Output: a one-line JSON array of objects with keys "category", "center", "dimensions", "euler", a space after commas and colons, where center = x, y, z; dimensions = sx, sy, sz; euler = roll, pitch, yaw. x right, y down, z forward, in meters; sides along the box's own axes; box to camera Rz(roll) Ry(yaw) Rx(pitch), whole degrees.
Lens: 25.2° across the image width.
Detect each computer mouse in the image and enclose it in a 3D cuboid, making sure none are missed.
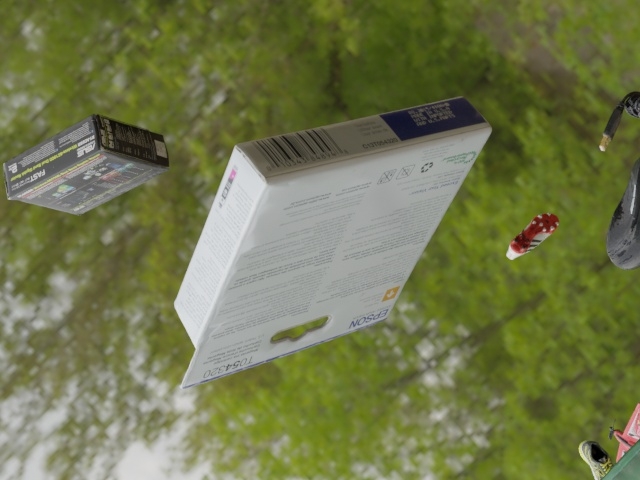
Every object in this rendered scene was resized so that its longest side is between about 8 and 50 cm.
[{"category": "computer mouse", "center": [0.483, -0.091, 2.150], "dimensions": [0.184, 0.262, 0.060], "euler": [26, 178, -29]}]

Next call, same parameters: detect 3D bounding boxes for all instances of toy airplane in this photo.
[{"category": "toy airplane", "center": [0.502, 0.324, 2.197], "dimensions": [0.028, 0.151, 0.151], "euler": [-11, -127, -40]}]

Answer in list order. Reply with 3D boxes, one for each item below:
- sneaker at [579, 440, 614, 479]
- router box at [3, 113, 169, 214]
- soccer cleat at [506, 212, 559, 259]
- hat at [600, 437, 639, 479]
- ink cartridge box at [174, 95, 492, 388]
[{"category": "sneaker", "center": [0.376, 0.302, 1.908], "dimensions": [0.083, 0.031, 0.035], "euler": [50, 166, 8]}, {"category": "router box", "center": [-0.214, -0.068, 1.310], "dimensions": [0.092, 0.122, 0.038], "euler": [14, -122, -54]}, {"category": "soccer cleat", "center": [0.256, -0.005, 1.734], "dimensions": [0.029, 0.083, 0.035], "euler": [47, 150, 11]}, {"category": "hat", "center": [0.287, 0.190, 0.926], "dimensions": [0.183, 0.173, 0.208], "euler": [46, -164, 19]}, {"category": "ink cartridge box", "center": [0.000, 0.000, 1.599], "dimensions": [0.324, 0.330, 0.071], "euler": [-16, -124, -38]}]
